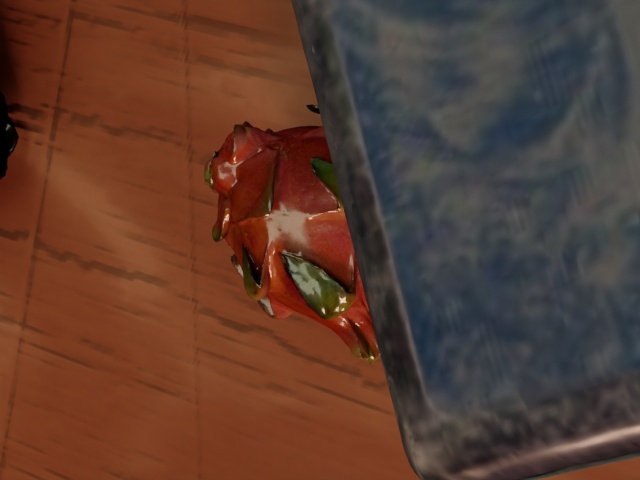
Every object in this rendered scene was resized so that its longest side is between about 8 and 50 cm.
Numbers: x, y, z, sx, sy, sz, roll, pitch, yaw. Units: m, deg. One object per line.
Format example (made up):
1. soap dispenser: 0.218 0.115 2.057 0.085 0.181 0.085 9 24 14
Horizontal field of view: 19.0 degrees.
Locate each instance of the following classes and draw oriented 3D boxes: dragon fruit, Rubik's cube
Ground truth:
1. dragon fruit: 0.001 0.001 0.819 0.081 0.086 0.116 -32 77 -9
2. Rubik's cube: 0.187 -0.120 0.545 0.318 0.316 0.313 -19 79 35

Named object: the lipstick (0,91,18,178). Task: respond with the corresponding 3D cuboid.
1. lipstick: -0.322 0.023 1.046 0.418 0.077 0.077 -28 75 33
